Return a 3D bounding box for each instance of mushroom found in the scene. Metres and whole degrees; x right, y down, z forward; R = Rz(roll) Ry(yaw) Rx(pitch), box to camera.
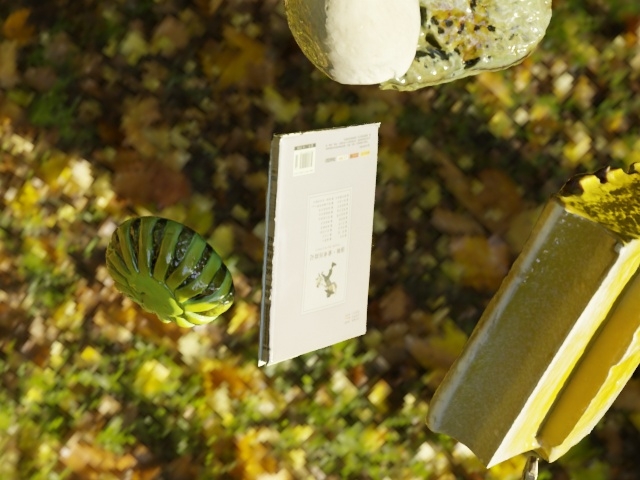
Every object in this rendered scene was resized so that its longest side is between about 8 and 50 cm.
[{"bbox_3d":[0.016,-0.167,1.092,0.088,0.212,0.097,-33,66,-2],"label":"mushroom"},{"bbox_3d":[0.225,0.277,1.776,0.019,0.101,0.049,1,18,-1],"label":"mushroom"}]

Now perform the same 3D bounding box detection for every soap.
[{"bbox_3d":[0.251,0.074,1.638,0.143,0.281,0.259,41,29,23],"label":"soap"}]

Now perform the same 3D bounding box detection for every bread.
[{"bbox_3d":[-0.158,0.035,1.701,0.139,0.130,0.071,49,48,-22],"label":"bread"}]

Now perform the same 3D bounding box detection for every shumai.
[{"bbox_3d":[0.123,-0.278,1.886,0.255,0.189,0.218,-10,17,-18],"label":"shumai"}]

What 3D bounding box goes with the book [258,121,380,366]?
[{"bbox_3d":[0.000,0.000,1.290,0.014,0.182,0.127,15,18,37],"label":"book"}]
